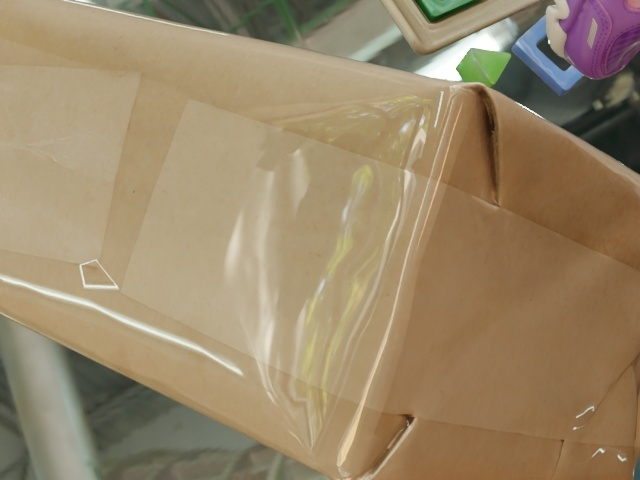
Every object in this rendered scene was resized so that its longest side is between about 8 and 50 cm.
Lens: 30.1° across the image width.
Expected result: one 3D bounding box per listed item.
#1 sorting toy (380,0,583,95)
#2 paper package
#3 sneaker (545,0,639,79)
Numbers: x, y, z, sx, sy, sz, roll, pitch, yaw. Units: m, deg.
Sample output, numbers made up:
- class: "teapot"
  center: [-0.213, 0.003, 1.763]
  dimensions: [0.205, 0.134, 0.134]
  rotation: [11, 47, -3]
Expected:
- class: "sorting toy"
  center: [0.112, -0.271, 1.031]
  dimensions: [0.196, 0.347, 0.047]
  rotation: [-26, -13, -25]
- class: "paper package"
  center: [0.000, 0.000, 0.651]
  dimensions: [0.309, 0.325, 0.168]
  rotation: [15, -88, -52]
- class: "sneaker"
  center: [0.202, -0.145, 0.540]
  dimensions: [0.095, 0.104, 0.236]
  rotation: [-27, -15, -48]
